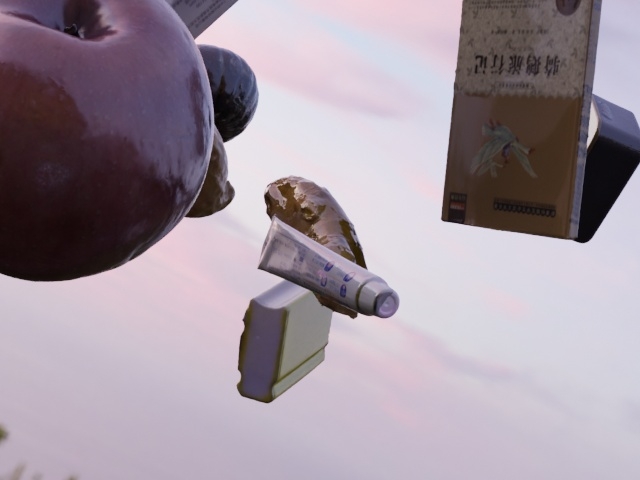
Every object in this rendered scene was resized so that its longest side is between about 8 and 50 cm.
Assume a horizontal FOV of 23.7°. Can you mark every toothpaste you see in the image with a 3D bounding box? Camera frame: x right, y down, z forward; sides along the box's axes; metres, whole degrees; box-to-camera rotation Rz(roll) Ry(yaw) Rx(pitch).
[{"bbox_3d":[0.000,0.024,1.281,0.033,0.052,0.218,14,6,-31],"label":"toothpaste"}]

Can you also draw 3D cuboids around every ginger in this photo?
[{"bbox_3d":[0.008,0.011,1.690,0.115,0.081,0.205,26,28,-37],"label":"ginger"}]

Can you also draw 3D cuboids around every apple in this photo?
[{"bbox_3d":[-0.233,-0.112,1.329,0.305,0.235,0.306,9,37,-6],"label":"apple"}]

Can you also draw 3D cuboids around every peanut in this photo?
[{"bbox_3d":[-0.178,-0.120,1.748,0.117,0.101,0.263,-18,-42,23],"label":"peanut"}]

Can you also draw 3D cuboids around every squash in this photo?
[{"bbox_3d":[-0.194,-0.225,2.380,0.193,0.156,0.193,11,-43,11],"label":"squash"}]

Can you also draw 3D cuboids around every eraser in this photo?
[{"bbox_3d":[-0.050,0.141,2.322,0.069,0.158,0.226,17,17,18],"label":"eraser"}]

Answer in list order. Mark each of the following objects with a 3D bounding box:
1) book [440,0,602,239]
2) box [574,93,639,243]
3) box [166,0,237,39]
[{"bbox_3d":[0.225,-0.165,1.731,0.021,0.311,0.217,3,4,-37],"label":"book"},{"bbox_3d":[0.393,-0.106,2.265,0.090,0.201,0.144,20,28,-13],"label":"box"},{"bbox_3d":[-0.242,-0.350,1.956,0.332,0.173,0.145,13,-37,50],"label":"box"}]
